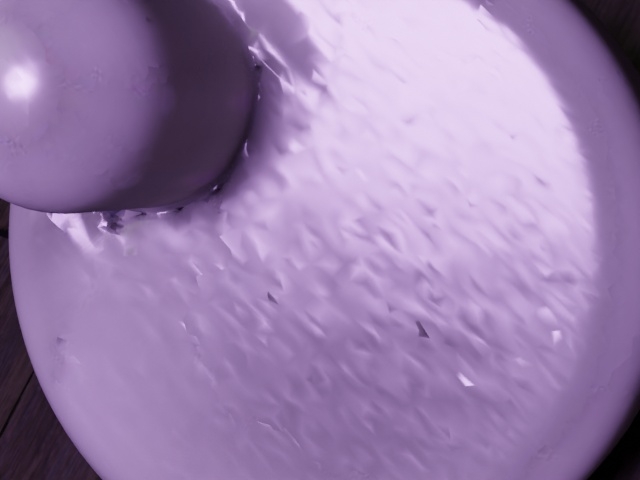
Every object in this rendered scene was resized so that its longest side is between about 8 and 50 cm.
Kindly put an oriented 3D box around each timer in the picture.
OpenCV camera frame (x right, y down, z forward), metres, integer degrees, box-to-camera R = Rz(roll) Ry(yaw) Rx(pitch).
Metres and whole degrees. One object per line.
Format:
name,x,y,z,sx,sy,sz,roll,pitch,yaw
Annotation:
timer,0.000,0.000,0.552,0.233,0.233,0.240,-48,-11,15
